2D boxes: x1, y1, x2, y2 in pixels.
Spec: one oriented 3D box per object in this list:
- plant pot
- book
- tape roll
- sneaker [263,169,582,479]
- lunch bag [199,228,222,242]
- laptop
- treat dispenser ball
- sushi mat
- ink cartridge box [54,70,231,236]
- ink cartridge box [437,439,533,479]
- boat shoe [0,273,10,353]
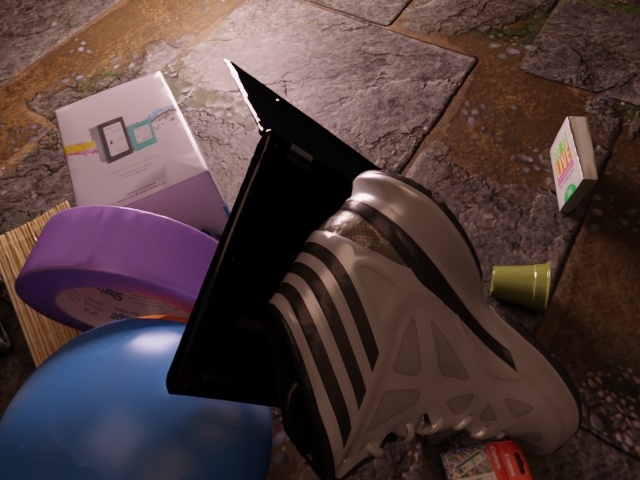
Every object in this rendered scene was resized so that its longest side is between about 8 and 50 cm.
[{"bbox_3d":[0.312,0.070,0.654,0.079,0.083,0.083,7,60,21],"label":"plant pot"},{"bbox_3d":[0.452,-0.136,0.745,0.035,0.096,0.144,5,60,7],"label":"book"},{"bbox_3d":[-0.252,0.067,0.580,0.275,0.274,0.090,2,57,6],"label":"tape roll"},{"bbox_3d":[0.105,0.167,0.466,0.257,0.447,0.169,-47,23,-13],"label":"sneaker"},{"bbox_3d":[-0.191,0.035,0.687,0.065,0.067,0.098,23,98,-24],"label":"lunch bag"},{"bbox_3d":[0.000,0.000,0.592,0.236,0.382,0.407,9,77,52],"label":"laptop"},{"bbox_3d":[-0.199,0.230,0.476,0.288,0.288,0.288,-2,60,3],"label":"treat dispenser ball"},{"bbox_3d":[-0.452,0.084,0.714,0.151,0.019,0.316,-31,70,-14],"label":"sushi mat"},{"bbox_3d":[-0.300,-0.114,0.734,0.197,0.198,0.270,-26,61,-9],"label":"ink cartridge box"},{"bbox_3d":[0.221,0.304,0.548,0.115,0.029,0.062,-11,60,-1],"label":"ink cartridge box"},{"bbox_3d":[-0.613,0.071,0.704,0.105,0.113,0.306,-28,64,-18],"label":"boat shoe"}]
